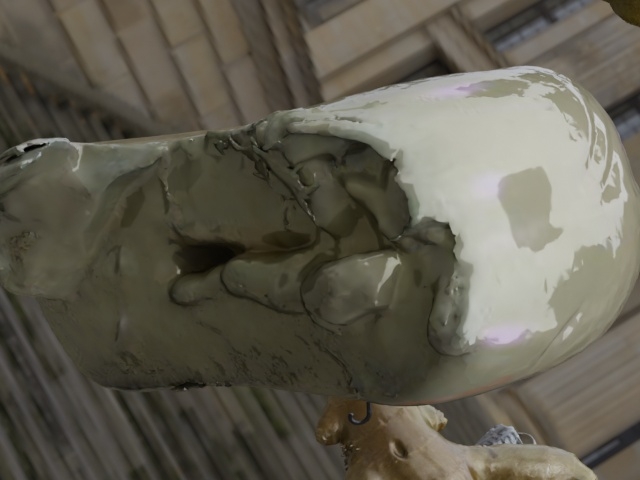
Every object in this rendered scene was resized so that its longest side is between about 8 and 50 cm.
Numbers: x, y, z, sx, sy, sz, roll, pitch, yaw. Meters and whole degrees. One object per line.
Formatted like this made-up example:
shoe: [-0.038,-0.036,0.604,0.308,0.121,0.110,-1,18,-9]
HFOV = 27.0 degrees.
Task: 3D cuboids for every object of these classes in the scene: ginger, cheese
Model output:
ginger: [0.086,0.278,1.527,0.348,0.363,0.122,34,-35,25]
cheese: [0.000,0.000,0.566,0.266,0.233,0.127,-8,-89,41]

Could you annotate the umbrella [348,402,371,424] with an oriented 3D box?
umbrella: [0.037,0.081,0.992,0.022,0.022,0.149,-112,-158,-51]

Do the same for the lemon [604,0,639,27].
lemon: [0.251,-0.192,0.963,0.082,0.110,0.082,174,-90,-88]

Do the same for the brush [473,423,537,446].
brush: [0.176,0.367,1.845,0.070,0.327,0.065,13,-40,57]
